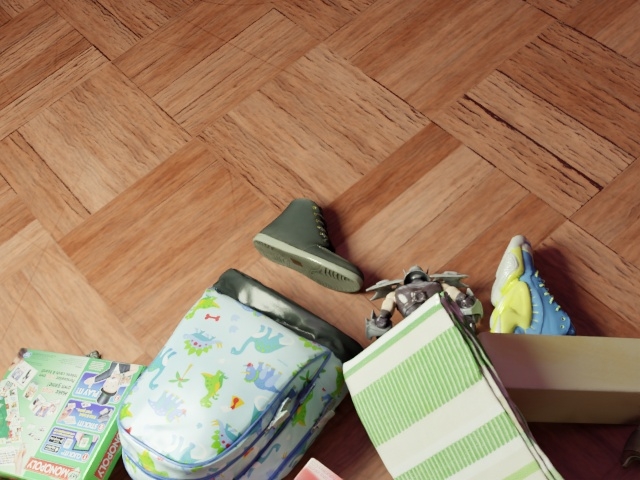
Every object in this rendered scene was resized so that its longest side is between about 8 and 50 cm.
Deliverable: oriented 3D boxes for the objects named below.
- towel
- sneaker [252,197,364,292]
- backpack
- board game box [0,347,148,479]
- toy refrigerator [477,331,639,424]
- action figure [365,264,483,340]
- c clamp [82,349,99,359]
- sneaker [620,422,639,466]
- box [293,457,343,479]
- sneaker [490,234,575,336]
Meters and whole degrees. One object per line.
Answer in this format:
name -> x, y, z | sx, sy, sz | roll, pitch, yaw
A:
towel -> 0.172, 0.259, 1.260 | 0.038, 0.248, 0.325 | -15, 69, -48
sneaker -> 0.000, 0.000, 1.614 | 0.222, 0.083, 0.118 | 24, 65, 30
backpack -> -0.136, 0.238, 1.407 | 0.290, 0.273, 0.355 | 30, 80, 23
board game box -> -0.420, 0.282, 1.500 | 0.317, 0.046, 0.213 | 2, 55, 38
toy refrigerator -> 0.338, 0.189, 1.316 | 0.269, 0.102, 0.094 | 4, 53, -10
action figure -> 0.161, 0.150, 1.462 | 0.185, 0.099, 0.285 | -16, 49, 13
c clamp -> -0.362, 0.239, 1.590 | 0.160, 0.022, 0.137 | 30, 73, 29
sneaker -> 0.493, 0.324, 1.275 | 0.188, 0.066, 0.071 | 35, 87, 38
box -> 0.071, 0.444, 1.244 | 0.300, 0.154, 0.142 | 31, 69, 29
sneaker -> 0.328, 0.106, 1.463 | 0.126, 0.091, 0.240 | 15, 59, 3
